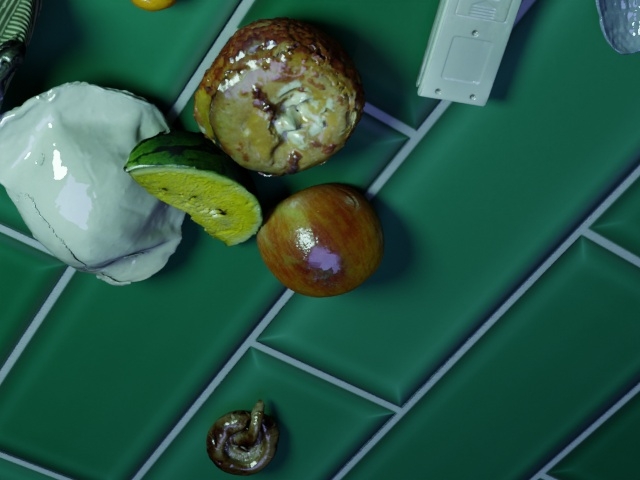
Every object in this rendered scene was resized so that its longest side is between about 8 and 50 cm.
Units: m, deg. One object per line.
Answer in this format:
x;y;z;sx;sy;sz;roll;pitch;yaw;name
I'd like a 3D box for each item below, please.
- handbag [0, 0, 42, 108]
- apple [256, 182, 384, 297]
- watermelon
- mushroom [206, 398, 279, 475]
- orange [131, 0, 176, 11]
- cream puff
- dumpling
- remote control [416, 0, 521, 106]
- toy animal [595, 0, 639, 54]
-0.529;-0.247;1.450;0.247;0.240;0.340;33;118;-25;handbag
0.000;0.000;1.720;0.195;0.160;0.173;-27;102;11;apple
-0.170;-0.079;1.628;0.129;0.123;0.301;-41;146;8;watermelon
-0.138;0.357;2.021;0.135;0.080;0.171;11;126;-25;mushroom
-0.225;-0.349;1.479;0.083;0.084;0.084;-1;127;-1;orange
-0.060;-0.204;1.544;0.240;0.164;0.240;-12;136;-12;cream puff
-0.317;-0.084;1.626;0.260;0.181;0.341;-33;107;3;dumpling
0.218;-0.321;1.529;0.102;0.056;0.277;9;128;-8;remote control
0.487;-0.314;1.531;0.239;0.176;0.256;0;93;-6;toy animal
